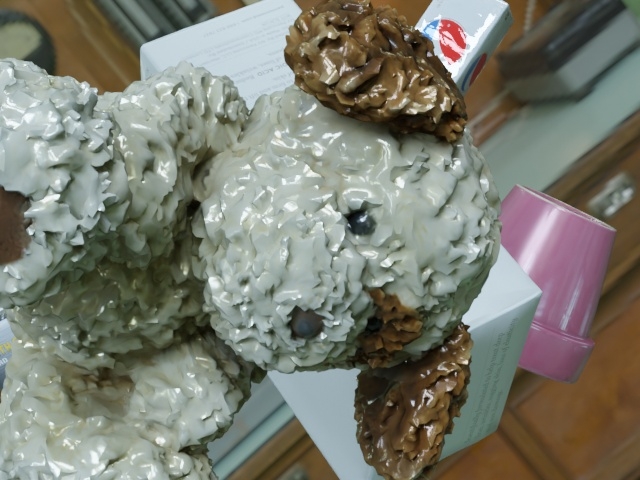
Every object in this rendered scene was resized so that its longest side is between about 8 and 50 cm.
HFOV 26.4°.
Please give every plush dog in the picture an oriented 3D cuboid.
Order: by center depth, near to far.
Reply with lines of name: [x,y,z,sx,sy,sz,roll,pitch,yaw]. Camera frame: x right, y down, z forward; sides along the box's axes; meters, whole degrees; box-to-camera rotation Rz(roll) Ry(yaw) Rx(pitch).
plush dog: [-0.033,0.001,0.602,0.225,0.262,0.211,-3,36,7]

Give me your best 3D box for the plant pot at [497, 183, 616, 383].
plant pot: [0.245,0.041,1.575,0.201,0.201,0.180,-112,47,-77]

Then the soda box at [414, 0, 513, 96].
soda box: [0.114,-0.169,1.440,0.216,0.074,0.069,-56,-15,1]

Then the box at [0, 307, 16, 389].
box: [-0.256,0.036,1.134,0.183,0.056,0.231,-29,28,-2]

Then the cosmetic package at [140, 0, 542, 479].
cosmetic package: [0.000,0.000,1.160,0.156,0.385,0.217,-25,-30,-23]
